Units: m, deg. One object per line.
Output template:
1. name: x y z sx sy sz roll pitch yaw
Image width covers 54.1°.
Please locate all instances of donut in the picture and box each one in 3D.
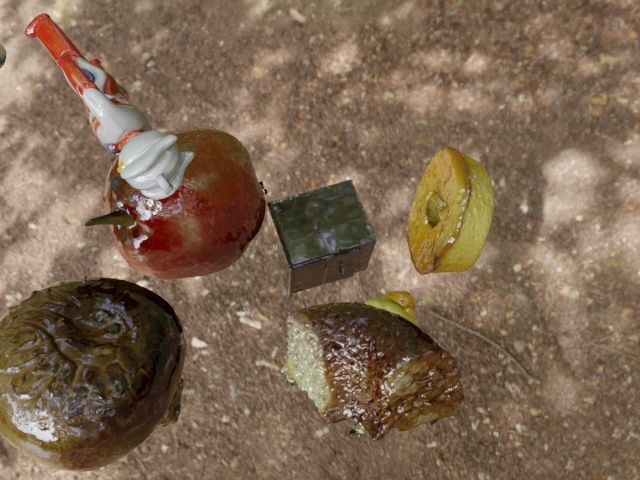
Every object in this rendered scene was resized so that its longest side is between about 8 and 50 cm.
1. donut: 0.174 -0.036 0.829 0.066 0.162 0.178 14 47 -12
2. donut: 0.048 0.133 0.708 0.144 0.126 0.187 -27 41 -22

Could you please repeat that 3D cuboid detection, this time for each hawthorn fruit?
1. hawthorn fruit: -0.273 -0.061 1.131 0.285 0.284 0.369 18 24 27

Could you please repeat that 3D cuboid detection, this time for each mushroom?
1. mushroom: -0.301 0.167 0.847 0.278 0.163 0.297 26 34 -19

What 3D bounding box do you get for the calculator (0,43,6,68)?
1. calculator: -0.445 -0.203 0.595 0.303 0.188 0.042 10 95 18

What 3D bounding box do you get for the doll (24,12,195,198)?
1. doll: -0.319 -0.198 0.964 0.099 0.188 0.384 -44 60 1

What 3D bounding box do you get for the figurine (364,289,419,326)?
1. figurine: 0.130 0.199 1.209 0.131 0.156 0.246 -38 21 34

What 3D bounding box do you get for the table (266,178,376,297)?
1. table: 0.000 0.000 1.368 0.193 0.169 0.172 -16 68 -11
